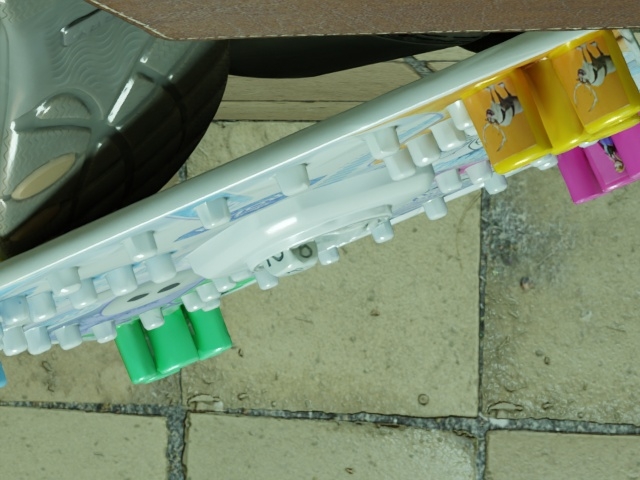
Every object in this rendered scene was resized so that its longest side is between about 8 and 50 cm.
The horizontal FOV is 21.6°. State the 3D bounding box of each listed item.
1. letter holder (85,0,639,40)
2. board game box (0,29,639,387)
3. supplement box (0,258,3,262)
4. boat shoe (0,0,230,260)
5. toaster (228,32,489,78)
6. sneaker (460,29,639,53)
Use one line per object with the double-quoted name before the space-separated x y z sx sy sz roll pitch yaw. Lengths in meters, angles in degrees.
"letter holder" 0.058 -0.144 0.419 0.302 0.152 0.214 1 177 19
"board game box" 0.000 0.000 0.901 0.390 0.050 0.390 -23 173 13
"supplement box" -0.354 -0.070 0.905 0.357 0.195 0.194 23 -172 21
"boat shoe" -0.122 -0.114 0.718 0.132 0.130 0.355 -32 159 -24
"toaster" -0.002 -0.151 0.838 0.146 0.129 0.227 -2 174 41
"sneaker" 0.209 -0.152 0.960 0.178 0.123 0.295 12 173 -27
